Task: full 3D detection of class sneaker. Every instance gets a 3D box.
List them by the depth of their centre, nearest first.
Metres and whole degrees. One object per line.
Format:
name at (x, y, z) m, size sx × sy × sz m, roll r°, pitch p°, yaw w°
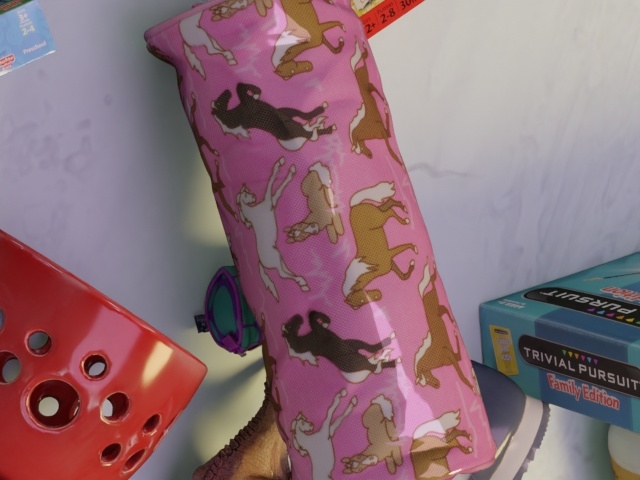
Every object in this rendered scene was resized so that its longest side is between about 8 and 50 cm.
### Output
sneaker at (0.053, 0.235, 1.472) m, size 0.131 × 0.112 × 0.319 m, roll 35°, pitch 82°, yaw -7°

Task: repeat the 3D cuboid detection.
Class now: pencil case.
pencil case at (0.000, 0.000, 1.265) m, size 0.160 × 0.167 × 0.386 m, roll -18°, pitch 91°, yaw -58°
pencil case at (-0.017, 0.053, 1.387) m, size 0.152 × 0.064 × 0.070 m, roll -2°, pitch 85°, yaw -35°

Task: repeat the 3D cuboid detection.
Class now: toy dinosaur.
toy dinosaur at (-0.070, 0.236, 1.357) m, size 0.200 × 0.127 × 0.295 m, roll 6°, pitch 90°, yaw -30°

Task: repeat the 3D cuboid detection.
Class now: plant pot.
plant pot at (-0.198, 0.103, 1.190) m, size 0.191 × 0.191 × 0.174 m, roll 40°, pitch 79°, yaw -35°

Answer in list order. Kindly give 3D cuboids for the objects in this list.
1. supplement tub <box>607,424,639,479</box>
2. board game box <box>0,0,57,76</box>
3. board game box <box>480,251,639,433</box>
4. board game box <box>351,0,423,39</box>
supplement tub at (0.342, 0.218, 1.633) m, size 0.144 × 0.144 × 0.199 m, roll -25°, pitch 113°, yaw -30°
board game box at (-0.278, -0.105, 1.072) m, size 0.160 × 0.211 × 0.039 m, roll -30°, pitch 114°, yaw -28°
board game box at (0.348, 0.070, 1.538) m, size 0.336 × 0.254 × 0.079 m, roll -16°, pitch 108°, yaw -33°
board game box at (0.014, -0.254, 1.358) m, size 0.147 × 0.045 × 0.193 m, roll -37°, pitch 119°, yaw -25°
